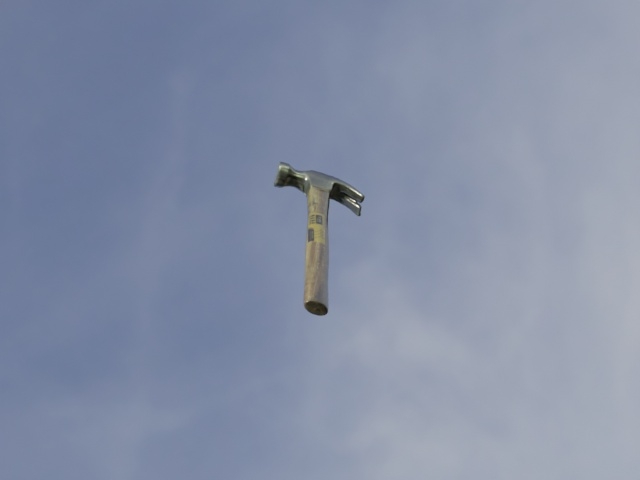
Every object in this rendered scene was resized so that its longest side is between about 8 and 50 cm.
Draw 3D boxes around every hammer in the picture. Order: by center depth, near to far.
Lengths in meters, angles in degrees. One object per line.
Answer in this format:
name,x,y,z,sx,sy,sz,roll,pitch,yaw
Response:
hammer,0.000,0.000,1.245,0.062,0.182,0.017,13,-62,-8
